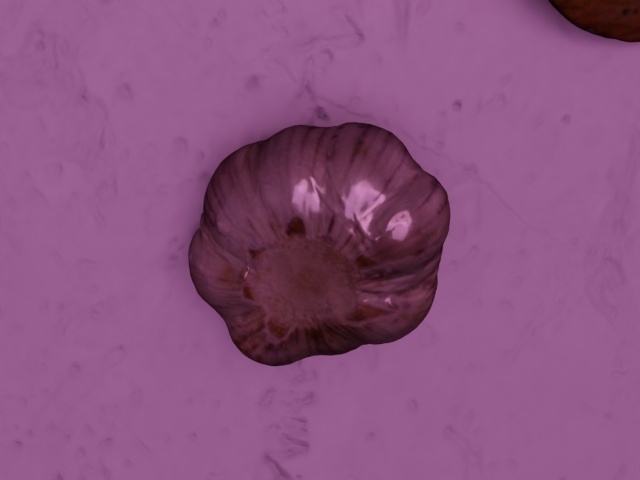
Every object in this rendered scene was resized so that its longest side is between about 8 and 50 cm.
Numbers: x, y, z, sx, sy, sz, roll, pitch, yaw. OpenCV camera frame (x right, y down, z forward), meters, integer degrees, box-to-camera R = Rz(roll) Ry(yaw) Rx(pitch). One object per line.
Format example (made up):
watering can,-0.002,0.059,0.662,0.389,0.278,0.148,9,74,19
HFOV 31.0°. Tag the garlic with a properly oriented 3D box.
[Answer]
garlic,0.000,0.000,0.669,0.147,0.102,0.159,36,121,-11

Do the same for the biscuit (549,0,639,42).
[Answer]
biscuit,0.201,-0.193,0.636,0.187,0.027,0.188,-11,134,-12
